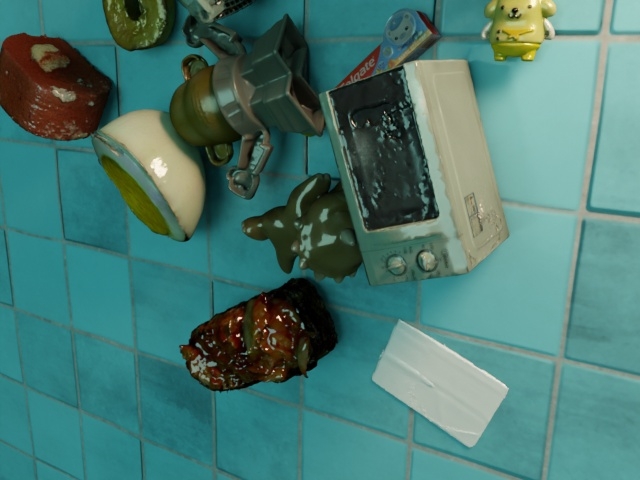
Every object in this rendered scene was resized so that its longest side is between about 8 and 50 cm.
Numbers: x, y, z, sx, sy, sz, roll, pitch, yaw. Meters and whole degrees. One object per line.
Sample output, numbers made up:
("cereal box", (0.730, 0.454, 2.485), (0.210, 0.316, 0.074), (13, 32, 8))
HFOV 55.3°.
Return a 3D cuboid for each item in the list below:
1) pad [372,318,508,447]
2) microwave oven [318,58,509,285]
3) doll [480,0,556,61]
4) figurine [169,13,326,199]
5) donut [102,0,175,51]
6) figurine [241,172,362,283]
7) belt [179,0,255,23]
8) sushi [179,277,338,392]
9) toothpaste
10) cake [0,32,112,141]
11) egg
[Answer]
("pad", (0.212, 0.263, 1.127), (0.232, 0.004, 0.156), (32, 117, 21))
("microwave oven", (0.143, -0.104, 0.933), (0.181, 0.237, 0.295), (-12, 98, 34))
("doll", (0.288, -0.344, 0.886), (0.106, 0.062, 0.162), (8, 106, 25))
("figurine", (-0.154, -0.259, 1.121), (0.285, 0.167, 0.342), (-16, 72, 26))
("donut", (-0.368, -0.481, 1.257), (0.162, 0.065, 0.178), (5, 104, 26))
("figurine", (0.001, -0.002, 1.086), (0.247, 0.177, 0.173), (-26, 70, 23))
("belt", (-0.167, -0.494, 1.014), (0.150, 0.257, 0.207), (43, 148, 16))
("sushi", (-0.114, 0.205, 1.211), (0.343, 0.182, 0.196), (-26, 95, 37))
("toothpaste", (0.103, -0.304, 1.022), (0.193, 0.044, 0.070), (-38, 80, 33))
("cake", (-0.612, -0.347, 1.374), (0.283, 0.177, 0.151), (43, 120, 17))
("egg", (-0.318, -0.140, 1.254), (0.264, 0.174, 0.286), (14, 138, 54))
